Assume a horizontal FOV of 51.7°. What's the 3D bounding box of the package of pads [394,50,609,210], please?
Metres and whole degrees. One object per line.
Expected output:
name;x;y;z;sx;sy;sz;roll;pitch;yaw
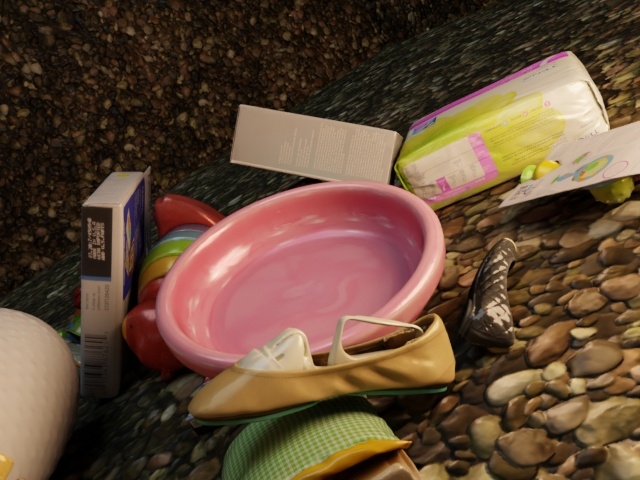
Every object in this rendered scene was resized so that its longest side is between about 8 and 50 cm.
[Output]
package of pads;0.266;-0.167;0.999;0.297;0.101;0.229;-24;18;23

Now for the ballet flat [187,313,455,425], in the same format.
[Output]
ballet flat;0.002;0.102;0.565;0.233;0.073;0.080;-5;4;-16

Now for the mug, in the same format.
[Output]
mug;-0.490;0.243;0.804;0.374;0.276;0.328;-24;12;13

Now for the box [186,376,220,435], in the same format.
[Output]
box;-0.082;0.165;0.766;0.137;0.027;0.094;-25;19;16

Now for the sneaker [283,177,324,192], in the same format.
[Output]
sneaker;-0.059;-0.005;1.089;0.223;0.083;0.098;-49;15;37

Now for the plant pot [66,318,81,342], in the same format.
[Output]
plant pot;-0.407;0.154;1.211;0.083;0.083;0.079;-7;48;53

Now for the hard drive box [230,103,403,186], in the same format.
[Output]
hard drive box;0.002;-0.141;1.020;0.232;0.089;0.181;12;7;9

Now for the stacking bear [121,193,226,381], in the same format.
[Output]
stacking bear;-0.217;0.082;1.022;0.164;0.175;0.289;13;33;-6

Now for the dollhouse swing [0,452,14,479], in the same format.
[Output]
dollhouse swing;-0.389;0.236;0.379;0.305;0.315;0.346;108;-179;-52

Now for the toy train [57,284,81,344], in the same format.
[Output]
toy train;-0.491;0.167;1.352;0.143;0.105;0.248;-48;20;-10

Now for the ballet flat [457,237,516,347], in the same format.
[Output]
ballet flat;0.173;0.051;0.652;0.173;0.049;0.057;-53;-17;-53

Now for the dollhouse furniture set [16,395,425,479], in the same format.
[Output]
dollhouse furniture set;-0.095;0.182;0.524;0.302;0.151;0.197;-33;17;-7

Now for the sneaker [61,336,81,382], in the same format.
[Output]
sneaker;-0.442;0.219;1.151;0.215;0.084;0.083;5;77;47

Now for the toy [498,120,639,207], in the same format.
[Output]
toy;0.323;-0.078;0.729;0.137;0.056;0.237;-42;15;-23

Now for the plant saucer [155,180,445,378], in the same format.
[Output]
plant saucer;-0.019;0.050;0.758;0.332;0.084;0.332;-13;32;8

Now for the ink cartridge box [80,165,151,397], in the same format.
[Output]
ink cartridge box;-0.332;0.049;1.092;0.072;0.303;0.307;2;16;-9
